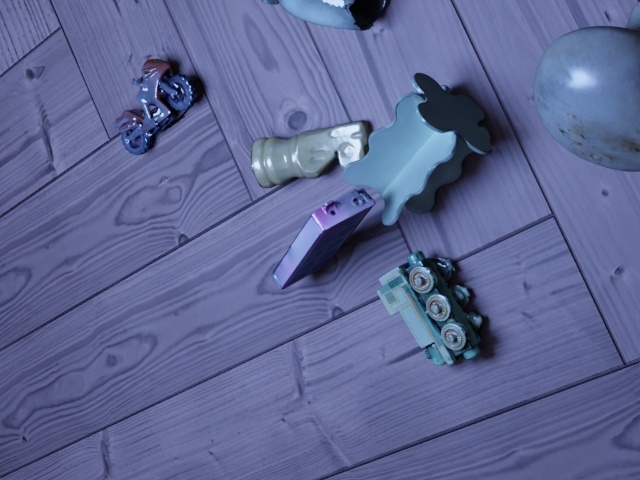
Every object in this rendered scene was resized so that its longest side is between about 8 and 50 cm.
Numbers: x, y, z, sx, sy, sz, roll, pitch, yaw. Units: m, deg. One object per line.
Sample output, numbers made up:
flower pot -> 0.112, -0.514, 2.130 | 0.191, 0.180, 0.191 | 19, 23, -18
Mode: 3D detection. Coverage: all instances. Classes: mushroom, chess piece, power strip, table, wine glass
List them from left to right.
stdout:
chess piece -> -0.011, -0.147, 1.764 | 0.200, 0.090, 0.090 | -9, 93, 21
wine glass -> -0.002, -0.405, 1.690 | 0.204, 0.111, 0.111 | 25, 110, 29
power strip -> 0.000, 0.000, 1.689 | 0.037, 0.109, 0.279 | 56, 153, 11
table -> 0.148, -0.131, 1.625 | 0.166, 0.166, 0.198 | 50, 127, 15
mushroom -> 0.420, -0.220, 1.426 | 0.243, 0.243, 0.243 | 5, 100, 31

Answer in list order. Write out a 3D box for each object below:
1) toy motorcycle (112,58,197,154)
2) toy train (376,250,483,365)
toy motorcycle -> -0.312, -0.252, 1.925 | 0.212, 0.084, 0.118 | -38, 86, 35
toy train -> 0.180, 0.115, 1.685 | 0.125, 0.081, 0.194 | -35, 82, 41
